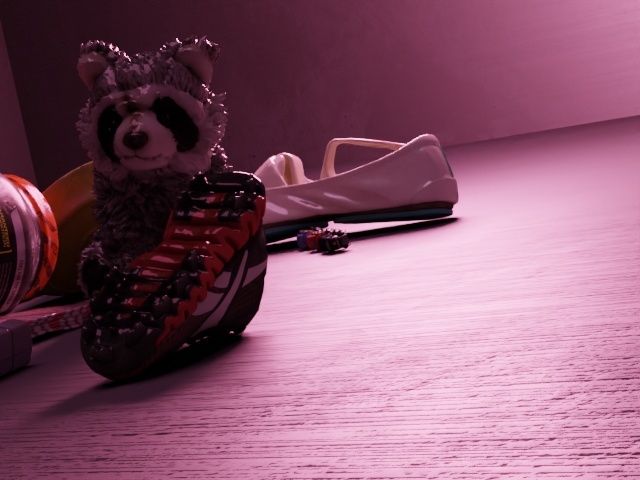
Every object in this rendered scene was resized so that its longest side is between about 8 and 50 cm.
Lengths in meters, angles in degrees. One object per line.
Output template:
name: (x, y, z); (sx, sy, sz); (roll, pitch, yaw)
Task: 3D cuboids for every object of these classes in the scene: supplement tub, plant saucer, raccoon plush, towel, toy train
supplement tub: (-0.475, 0.013, 1.800); (0.207, 0.207, 0.338); (-8, 1, 32)
plant saucer: (-0.298, -0.009, 2.048); (0.241, 0.037, 0.241); (-30, -31, -20)
raccoon plush: (-0.212, -0.091, 1.893); (0.216, 0.299, 0.446); (-7, 4, -15)
towel: (-0.356, 0.104, 1.751); (0.144, 0.029, 0.197); (-7, 5, 38)
toy train: (0.000, 0.000, 2.035); (0.036, 0.027, 0.158); (-24, 9, -15)

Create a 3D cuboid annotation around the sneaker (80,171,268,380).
sneaker: (-0.122, 0.054, 1.429); (0.098, 0.135, 0.276); (5, 36, 26)

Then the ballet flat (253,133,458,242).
ballet flat: (0.000, -0.070, 2.163); (0.400, 0.139, 0.139); (-9, 6, 23)

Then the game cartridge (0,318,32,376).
game cartridge: (-0.490, 0.101, 1.497); (0.355, 0.068, 0.230); (8, 17, 21)
